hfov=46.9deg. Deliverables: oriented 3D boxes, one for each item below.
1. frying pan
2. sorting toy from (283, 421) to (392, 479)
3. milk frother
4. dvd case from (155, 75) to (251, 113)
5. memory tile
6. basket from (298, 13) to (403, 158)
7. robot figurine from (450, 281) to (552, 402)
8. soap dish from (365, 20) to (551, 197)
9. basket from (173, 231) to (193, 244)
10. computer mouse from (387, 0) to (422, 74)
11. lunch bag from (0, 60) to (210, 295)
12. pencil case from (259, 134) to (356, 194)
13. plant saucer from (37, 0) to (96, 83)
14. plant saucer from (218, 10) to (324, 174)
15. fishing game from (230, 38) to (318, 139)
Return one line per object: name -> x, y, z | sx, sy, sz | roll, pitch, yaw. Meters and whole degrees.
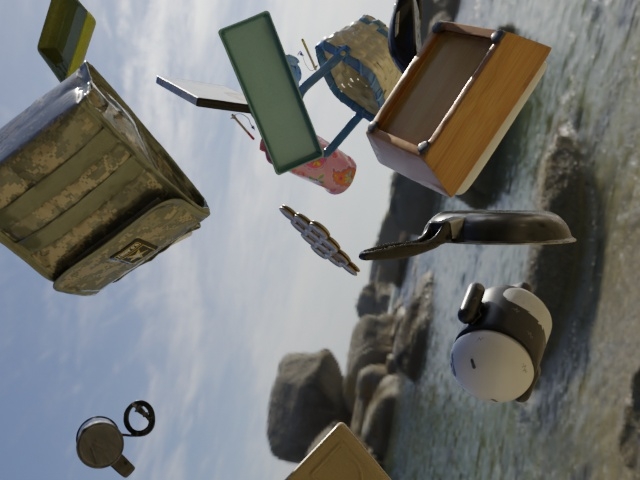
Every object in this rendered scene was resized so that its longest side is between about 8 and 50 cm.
frying pan -> 0.164, -0.012, 0.925 | 0.197, 0.325, 0.053 | -170, 80, -70
sorting toy -> 0.060, 0.453, 1.082 | 0.229, 0.307, 0.041 | -38, -3, -39
milk frother -> -0.387, 0.364, 1.404 | 0.143, 0.129, 0.134 | -63, 13, -16
dvd case -> -0.240, -0.324, 1.644 | 0.253, 0.180, 0.022 | 34, 117, 51
memory tile -> 0.000, 0.000, 1.193 | 0.012, 0.113, 0.148 | -50, -44, -12
basket -> 0.068, -0.351, 1.711 | 0.289, 0.201, 0.255 | -50, -25, -14
robot figurine -> 0.369, 0.204, 1.507 | 0.278, 0.209, 0.174 | -51, -19, -45
soap dish -> 0.223, -0.237, 1.262 | 0.291, 0.118, 0.229 | -56, 35, 3
basket -> -0.340, -0.039, 1.492 | 0.103, 0.113, 0.167 | 63, 179, 4
computer mouse -> 0.166, -0.424, 1.445 | 0.184, 0.060, 0.262 | 2, -97, -75
lunch bag -> -0.324, -0.058, 1.054 | 0.287, 0.235, 0.169 | 50, -171, -37
pencil case -> -0.027, -0.212, 1.913 | 0.284, 0.124, 0.124 | 21, -102, -50
plant saucer -> -0.582, -0.480, 1.707 | 0.045, 0.188, 0.188 | 1, -53, -45
plant saucer -> -0.060, -0.181, 0.915 | 0.018, 0.067, 0.192 | -118, 6, -70
fishing game -> -0.119, -0.380, 1.826 | 0.264, 0.041, 0.189 | -50, -24, -1
